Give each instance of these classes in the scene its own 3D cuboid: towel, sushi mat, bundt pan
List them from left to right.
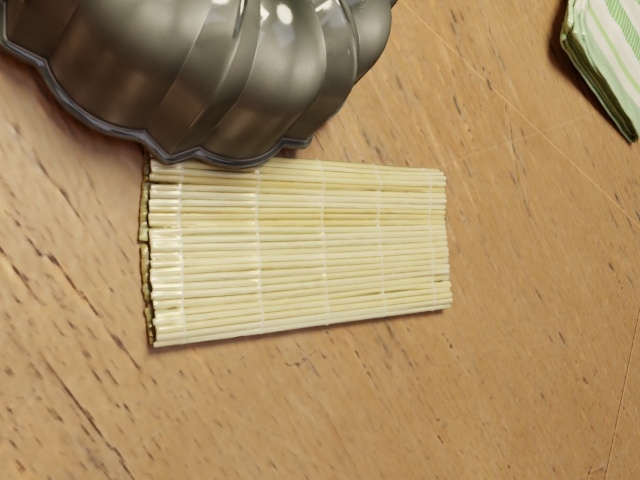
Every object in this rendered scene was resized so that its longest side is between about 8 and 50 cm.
[{"bbox_3d":[-0.069,-0.224,0.393,0.330,0.124,0.331,7,78,-33],"label":"bundt pan"},{"bbox_3d":[0.000,0.000,0.485,0.316,0.019,0.151,-2,86,-34],"label":"sushi mat"},{"bbox_3d":[0.448,-0.348,0.796,0.248,0.038,0.325,33,69,-33],"label":"towel"}]
